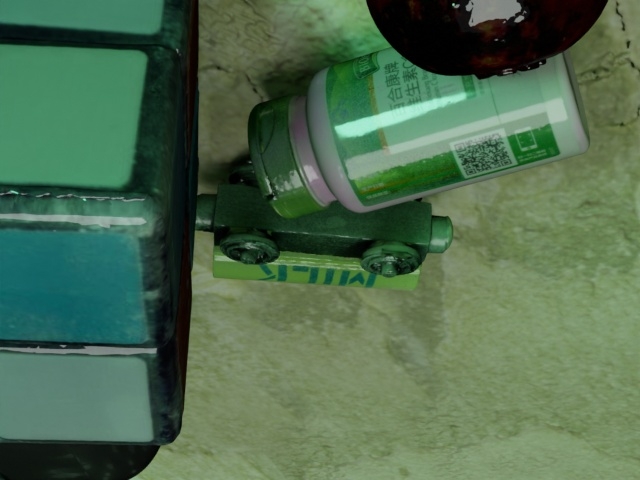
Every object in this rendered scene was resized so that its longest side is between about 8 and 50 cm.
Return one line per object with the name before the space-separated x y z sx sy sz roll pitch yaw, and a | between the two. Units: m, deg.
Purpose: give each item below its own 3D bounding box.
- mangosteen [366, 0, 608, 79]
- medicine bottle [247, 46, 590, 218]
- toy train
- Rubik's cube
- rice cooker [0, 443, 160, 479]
mangosteen | 0.114 -0.213 0.783 0.200 0.200 0.200 0 143 0
medicine bottle | 0.079 -0.101 0.940 0.274 0.133 0.133 -16 140 18
toy train | 0.000 0.000 1.107 0.253 0.105 0.157 4 156 -3
Rubik's cube | -0.257 -0.047 0.859 0.316 0.313 0.318 3 141 -5
rice cooker | -0.279 0.137 1.157 0.224 0.267 0.267 -9 142 5
